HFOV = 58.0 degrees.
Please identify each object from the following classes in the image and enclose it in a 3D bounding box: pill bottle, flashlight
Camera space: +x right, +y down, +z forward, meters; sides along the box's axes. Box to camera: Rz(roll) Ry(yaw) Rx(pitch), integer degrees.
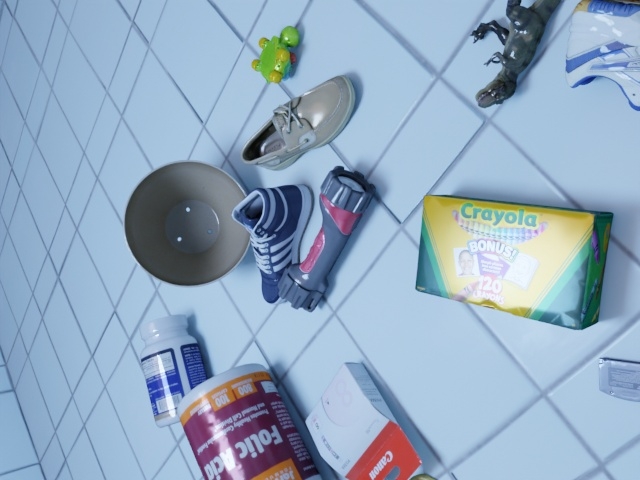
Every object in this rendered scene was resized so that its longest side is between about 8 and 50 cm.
[{"bbox_3d":[-0.383,0.338,1.511,0.153,0.153,0.264,-30,72,41],"label":"pill bottle"},{"bbox_3d":[-0.134,0.485,1.232,0.224,0.224,0.392,-49,61,34],"label":"pill bottle"},{"bbox_3d":[0.000,0.000,1.164,0.304,0.103,0.103,-60,28,29],"label":"flashlight"}]

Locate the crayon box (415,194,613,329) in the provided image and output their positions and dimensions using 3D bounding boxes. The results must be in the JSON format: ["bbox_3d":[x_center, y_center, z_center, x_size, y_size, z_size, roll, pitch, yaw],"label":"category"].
[{"bbox_3d":[0.289,0.022,0.898,0.278,0.081,0.165,11,100,43],"label":"crayon box"}]

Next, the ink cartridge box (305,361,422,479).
[{"bbox_3d":[0.072,0.384,1.116,0.189,0.066,0.232,-61,38,27],"label":"ink cartridge box"}]

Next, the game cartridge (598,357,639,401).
[{"bbox_3d":[0.438,0.198,0.813,0.083,0.017,0.056,0,89,44],"label":"game cartridge"}]

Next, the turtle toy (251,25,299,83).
[{"bbox_3d":[-0.088,-0.399,1.243,0.095,0.066,0.130,42,119,34],"label":"turtle toy"}]

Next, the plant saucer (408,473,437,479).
[{"bbox_3d":[0.201,0.573,0.894,0.333,0.333,0.081,12,130,43],"label":"plant saucer"}]

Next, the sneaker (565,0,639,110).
[{"bbox_3d":[0.457,-0.223,0.727,0.296,0.112,0.131,31,131,40],"label":"sneaker"}]

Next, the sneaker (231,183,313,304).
[{"bbox_3d":[-0.119,0.012,1.238,0.099,0.153,0.282,28,112,40],"label":"sneaker"}]

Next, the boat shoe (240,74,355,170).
[{"bbox_3d":[-0.053,-0.237,1.197,0.302,0.098,0.109,-30,72,41],"label":"boat shoe"}]

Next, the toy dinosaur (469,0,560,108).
[{"bbox_3d":[0.301,-0.337,0.886,0.118,0.064,0.268,41,114,31],"label":"toy dinosaur"}]

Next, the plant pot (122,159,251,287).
[{"bbox_3d":[-0.307,-0.035,1.369,0.191,0.284,0.284,171,94,-80],"label":"plant pot"}]
